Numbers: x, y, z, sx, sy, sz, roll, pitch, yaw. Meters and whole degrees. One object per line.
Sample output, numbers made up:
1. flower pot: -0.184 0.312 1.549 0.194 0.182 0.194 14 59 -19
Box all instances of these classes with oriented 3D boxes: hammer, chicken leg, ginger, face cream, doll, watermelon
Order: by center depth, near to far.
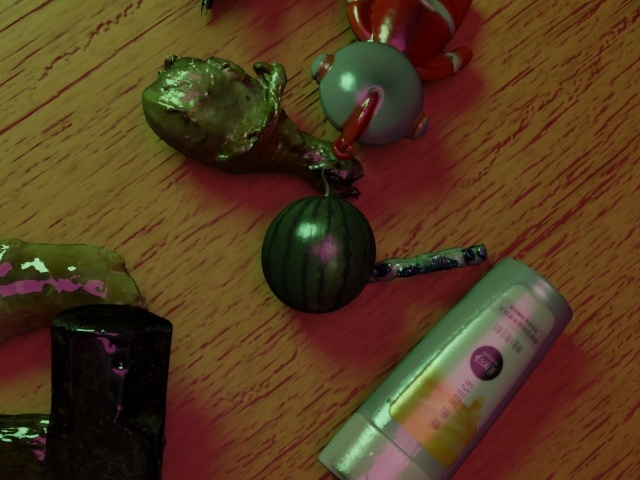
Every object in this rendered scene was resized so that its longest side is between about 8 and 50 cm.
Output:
1. hammer: -0.329 0.171 0.767 0.408 0.095 0.243 2 100 -1
2. ginger: -0.247 0.047 0.810 0.190 0.069 0.095 -2 81 -11
3. watermelon: 0.000 0.000 0.842 0.105 0.105 0.133 6 97 -11
4. chicken leg: -0.055 -0.106 0.859 0.227 0.088 0.103 17 56 -20
5. face cream: 0.123 0.142 0.874 0.107 0.073 0.269 43 79 4
6. doll: 0.067 -0.171 0.883 0.142 0.076 0.245 29 68 -7

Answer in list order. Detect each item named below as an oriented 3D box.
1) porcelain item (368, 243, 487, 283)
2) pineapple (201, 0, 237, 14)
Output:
1. porcelain item: 0.102 0.021 0.879 0.136 0.075 0.021 -10 85 -12
2. pineapple: -0.025 -0.365 0.857 0.364 0.165 0.165 -41 93 -10
